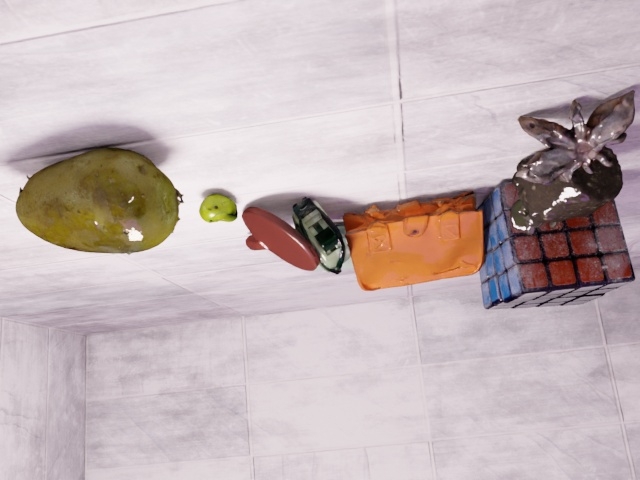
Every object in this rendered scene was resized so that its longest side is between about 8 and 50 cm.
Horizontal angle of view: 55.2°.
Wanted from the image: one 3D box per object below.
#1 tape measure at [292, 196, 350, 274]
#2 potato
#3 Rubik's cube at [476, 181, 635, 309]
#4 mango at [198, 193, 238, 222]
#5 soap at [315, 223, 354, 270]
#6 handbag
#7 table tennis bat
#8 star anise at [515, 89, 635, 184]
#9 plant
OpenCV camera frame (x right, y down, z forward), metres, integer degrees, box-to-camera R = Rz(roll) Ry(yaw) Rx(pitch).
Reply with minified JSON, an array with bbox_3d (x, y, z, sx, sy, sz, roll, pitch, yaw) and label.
[{"bbox_3d":[0.000,0.000,1.818,0.115,0.207,0.235,-33,166,-7],"label":"tape measure"},{"bbox_3d":[-0.489,-0.080,1.364,0.359,0.219,0.270,-4,157,22],"label":"potato"},{"bbox_3d":[0.685,0.014,1.870,0.344,0.344,0.337,-4,165,-3],"label":"Rubik's cube"},{"bbox_3d":[-0.278,-0.086,1.676,0.091,0.074,0.165,-12,175,7],"label":"mango"},{"bbox_3d":[0.082,0.024,2.045,0.262,0.094,0.150,-4,131,-10],"label":"soap"},{"bbox_3d":[0.294,0.009,1.904,0.411,0.116,0.303,-10,136,7],"label":"handbag"},{"bbox_3d":[-0.142,0.002,1.842,0.268,0.051,0.415,43,163,-16],"label":"table tennis bat"},{"bbox_3d":[0.560,-0.212,1.355,0.258,0.110,0.198,-11,124,15],"label":"star anise"},{"bbox_3d":[0.621,-0.136,1.578,0.189,0.198,0.276,-4,166,-23],"label":"plant"}]
